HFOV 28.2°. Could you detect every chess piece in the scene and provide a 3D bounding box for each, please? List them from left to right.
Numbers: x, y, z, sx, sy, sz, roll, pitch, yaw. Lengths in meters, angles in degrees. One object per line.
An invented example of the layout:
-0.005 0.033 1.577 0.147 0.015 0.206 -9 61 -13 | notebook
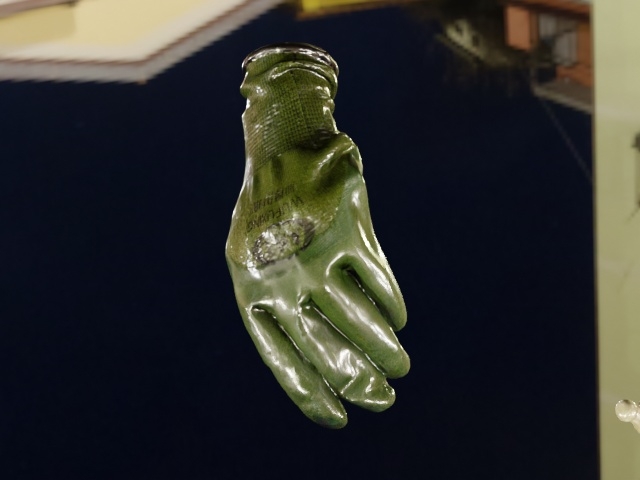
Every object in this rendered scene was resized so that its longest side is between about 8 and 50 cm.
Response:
0.262 0.139 0.978 0.092 0.035 0.035 20 -168 -31 | chess piece

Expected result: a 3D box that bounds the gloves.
-0.011 -0.004 0.880 0.107 0.268 0.135 -5 168 -41 | gloves
